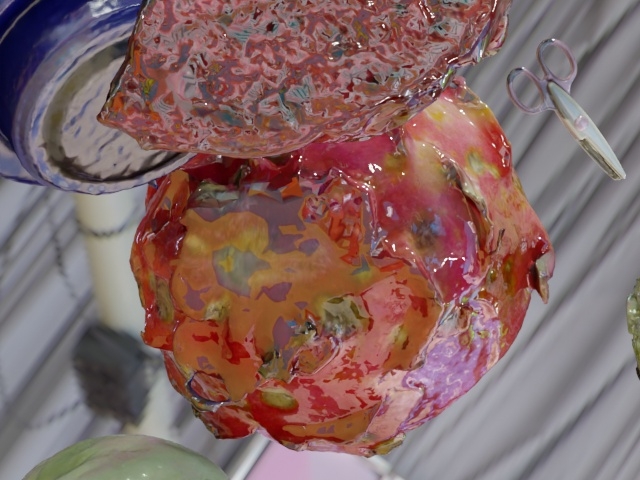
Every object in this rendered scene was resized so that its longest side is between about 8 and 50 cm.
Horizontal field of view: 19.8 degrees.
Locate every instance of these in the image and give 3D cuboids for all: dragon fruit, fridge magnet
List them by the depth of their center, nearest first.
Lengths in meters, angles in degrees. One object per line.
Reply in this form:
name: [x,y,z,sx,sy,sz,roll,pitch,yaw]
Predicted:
dragon fruit: [0.023,-0.159,1.133,0.205,0.317,0.152,23,-8,12]
fridge magnet: [-0.160,-0.135,1.432,0.113,0.265,0.265,57,-2,33]
dragon fruit: [0.000,0.000,1.621,0.386,0.371,0.249,-1,-11,18]

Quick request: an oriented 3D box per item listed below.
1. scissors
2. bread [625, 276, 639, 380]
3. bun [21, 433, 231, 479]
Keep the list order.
scissors: [0.271,-0.130,1.952,0.176,0.085,0.022,49,-11,-19]
bread: [0.369,0.109,1.531,0.260,0.156,0.158,39,-32,12]
bun: [-0.198,0.301,1.582,0.293,0.293,0.187,26,0,30]
